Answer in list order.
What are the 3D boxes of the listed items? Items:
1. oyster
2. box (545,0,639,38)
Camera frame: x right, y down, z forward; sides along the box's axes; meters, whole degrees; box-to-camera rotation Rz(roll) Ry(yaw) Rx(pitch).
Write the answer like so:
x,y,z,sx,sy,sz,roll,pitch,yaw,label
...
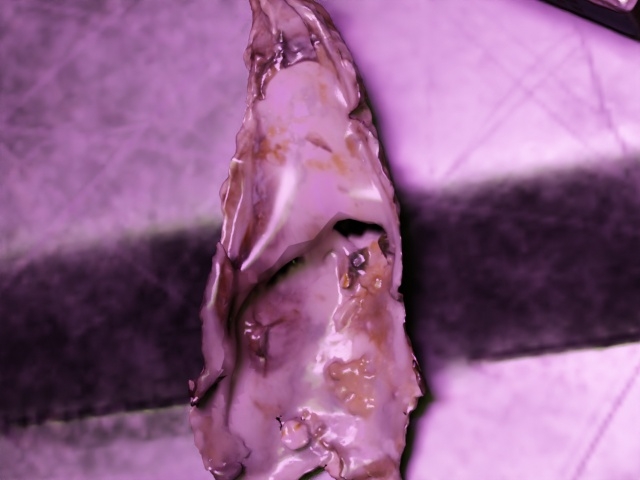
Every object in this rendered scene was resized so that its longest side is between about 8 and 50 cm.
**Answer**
x,y,z,sx,sy,sz,roll,pitch,yaw,label
0.000,0.001,0.721,0.106,0.061,0.200,16,87,1,oyster
0.014,-0.220,0.749,0.325,0.047,0.180,26,88,19,box
